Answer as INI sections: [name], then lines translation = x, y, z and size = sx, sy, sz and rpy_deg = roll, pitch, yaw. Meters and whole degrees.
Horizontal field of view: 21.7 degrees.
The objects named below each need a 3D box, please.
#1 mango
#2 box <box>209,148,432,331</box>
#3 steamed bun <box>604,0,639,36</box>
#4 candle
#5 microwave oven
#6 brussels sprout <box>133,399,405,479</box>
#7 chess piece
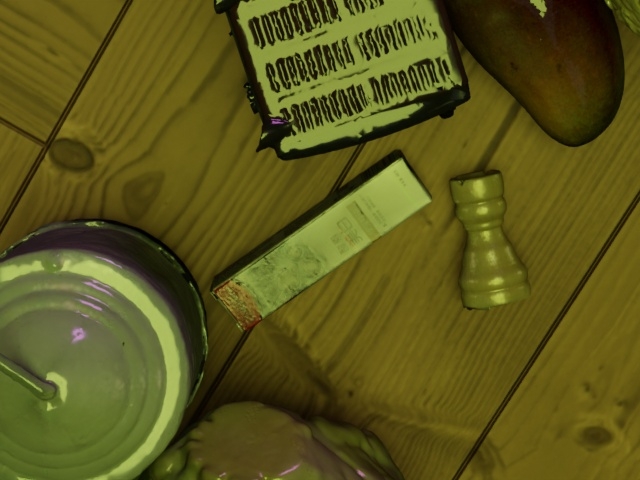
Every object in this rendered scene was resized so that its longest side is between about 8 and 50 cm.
[mango]
translation = 0.180, -0.207, 1.468
size = 0.133, 0.111, 0.267
rpy_deg = -26, 104, 7
[box]
translation = 0.000, 0.000, 1.549
size = 0.218, 0.039, 0.055
rpy_deg = -36, 103, 7
[steamed bun]
translation = 0.329, -0.283, 1.374
size = 0.232, 0.273, 0.166
rpy_deg = -19, 147, 5
[candle]
translation = -0.209, 0.101, 1.420
size = 0.221, 0.342, 0.221
rpy_deg = 0, 98, -1
[microwave oven]
translation = 0.009, -0.176, 1.406
size = 0.178, 0.247, 0.188
rpy_deg = -16, 104, 0
[brussels sprout]
translation = -0.040, 0.268, 1.500
size = 0.274, 0.242, 0.316
rpy_deg = 24, 140, -7
[chess piece]
translation = 0.152, -0.002, 1.543
size = 0.066, 0.066, 0.122
rpy_deg = -13, 99, 1
